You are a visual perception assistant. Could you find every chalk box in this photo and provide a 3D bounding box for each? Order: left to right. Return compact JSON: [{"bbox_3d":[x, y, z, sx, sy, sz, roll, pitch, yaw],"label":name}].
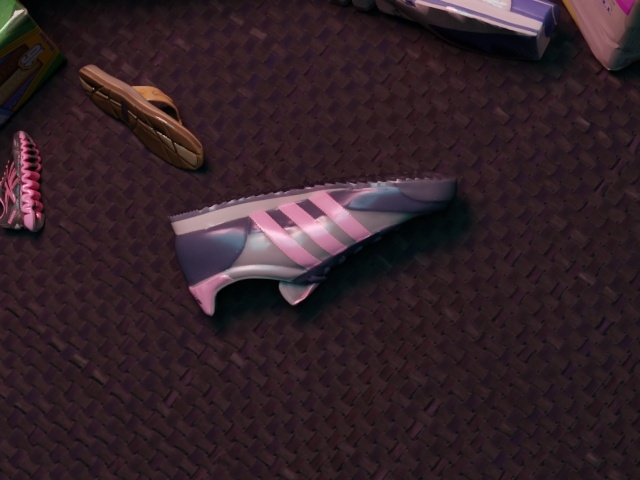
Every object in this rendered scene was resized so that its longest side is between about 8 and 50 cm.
[{"bbox_3d":[-0.460,-0.180,1.685,0.180,0.179,0.289,42,84,11],"label":"chalk box"}]

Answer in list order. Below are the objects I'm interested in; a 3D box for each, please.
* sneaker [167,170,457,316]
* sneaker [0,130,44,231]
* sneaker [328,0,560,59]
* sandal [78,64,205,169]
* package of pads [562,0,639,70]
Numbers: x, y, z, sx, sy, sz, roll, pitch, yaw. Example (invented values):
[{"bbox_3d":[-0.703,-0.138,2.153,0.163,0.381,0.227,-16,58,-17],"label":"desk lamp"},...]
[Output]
[{"bbox_3d":[0.000,0.000,1.669,0.319,0.112,0.131,-10,95,5],"label":"sneaker"},{"bbox_3d":[-0.349,-0.066,1.728,0.057,0.047,0.119,-8,77,14],"label":"sneaker"},{"bbox_3d":[0.129,-0.334,1.702,0.315,0.127,0.182,21,83,9],"label":"sneaker"},{"bbox_3d":[-0.197,-0.150,1.725,0.180,0.072,0.049,37,62,14],"label":"sandal"},{"bbox_3d":[0.295,-0.350,1.642,0.101,0.229,0.296,-26,77,-4],"label":"package of pads"}]
